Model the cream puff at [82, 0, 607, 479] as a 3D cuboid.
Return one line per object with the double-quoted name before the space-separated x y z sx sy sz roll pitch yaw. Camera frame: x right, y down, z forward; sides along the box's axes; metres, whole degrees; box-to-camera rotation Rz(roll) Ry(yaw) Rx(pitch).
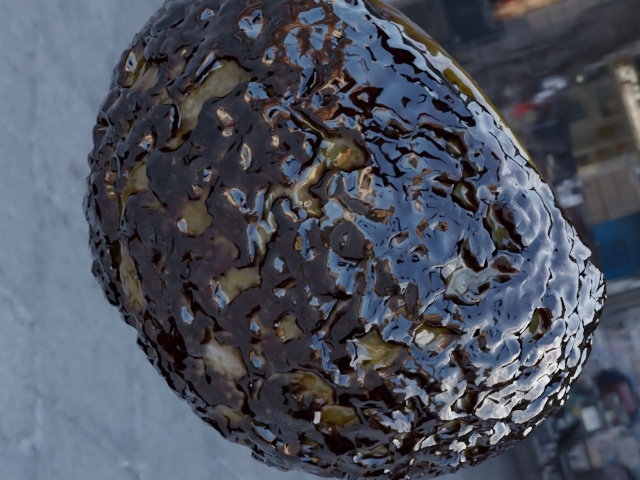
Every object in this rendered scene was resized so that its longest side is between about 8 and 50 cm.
"cream puff" 0.000 0.000 0.552 0.239 0.165 0.239 48 -3 3
